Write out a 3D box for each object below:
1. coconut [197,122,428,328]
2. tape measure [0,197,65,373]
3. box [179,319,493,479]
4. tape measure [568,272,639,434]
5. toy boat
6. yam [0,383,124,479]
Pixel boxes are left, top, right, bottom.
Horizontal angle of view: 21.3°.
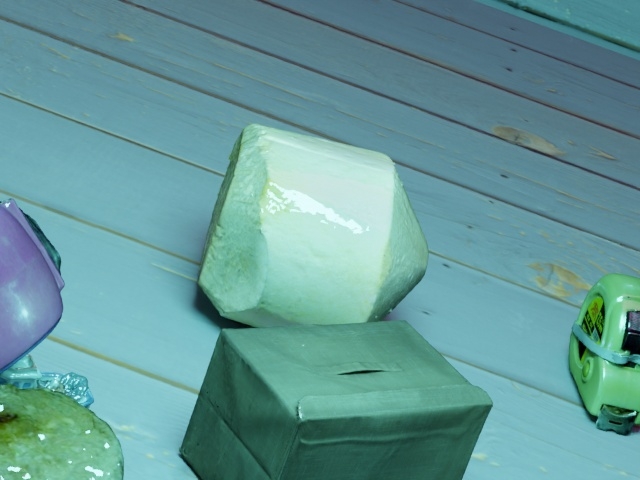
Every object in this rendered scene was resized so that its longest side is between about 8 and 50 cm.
[{"bbox_3d":[0.000,0.000,1.890,0.244,0.239,0.239,17,25,-7],"label":"coconut"},{"bbox_3d":[-0.353,0.066,1.506,0.149,0.245,0.231,61,21,-10],"label":"tape measure"},{"bbox_3d":[0.015,0.175,1.618,0.231,0.155,0.149,-2,32,-36],"label":"box"},{"bbox_3d":[0.348,0.117,1.996,0.087,0.154,0.177,11,21,-11],"label":"tape measure"},{"bbox_3d":[-0.276,0.138,1.592,0.140,0.066,0.059,1,34,-32],"label":"toy boat"},{"bbox_3d":[-0.231,0.248,1.134,0.195,0.300,0.195,6,28,-3],"label":"yam"}]
